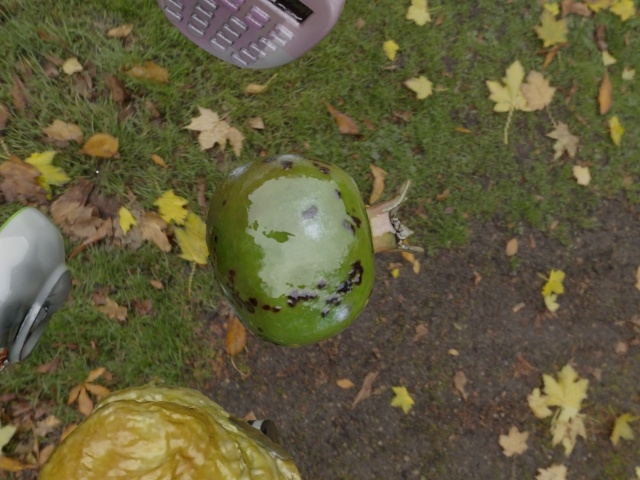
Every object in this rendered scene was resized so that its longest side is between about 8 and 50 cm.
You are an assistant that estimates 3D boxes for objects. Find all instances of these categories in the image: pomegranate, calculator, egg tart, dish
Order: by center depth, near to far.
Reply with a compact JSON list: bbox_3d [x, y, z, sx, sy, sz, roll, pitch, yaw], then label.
[{"bbox_3d":[-0.041,-0.140,0.334,0.103,0.166,0.024,32,72,-20],"label":"calculator"},{"bbox_3d":[-0.179,0.299,0.673,0.339,0.352,0.153,6,133,15],"label":"egg tart"},{"bbox_3d":[-0.007,0.013,0.910,0.323,0.291,0.291,2,96,6],"label":"pomegranate"},{"bbox_3d":[-0.520,0.111,1.075,0.124,0.324,0.324,25,87,-12],"label":"dish"}]

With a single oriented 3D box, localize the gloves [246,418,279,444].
[{"bbox_3d":[-0.188,0.393,1.135,0.218,0.140,0.131,-11,126,9],"label":"gloves"}]
